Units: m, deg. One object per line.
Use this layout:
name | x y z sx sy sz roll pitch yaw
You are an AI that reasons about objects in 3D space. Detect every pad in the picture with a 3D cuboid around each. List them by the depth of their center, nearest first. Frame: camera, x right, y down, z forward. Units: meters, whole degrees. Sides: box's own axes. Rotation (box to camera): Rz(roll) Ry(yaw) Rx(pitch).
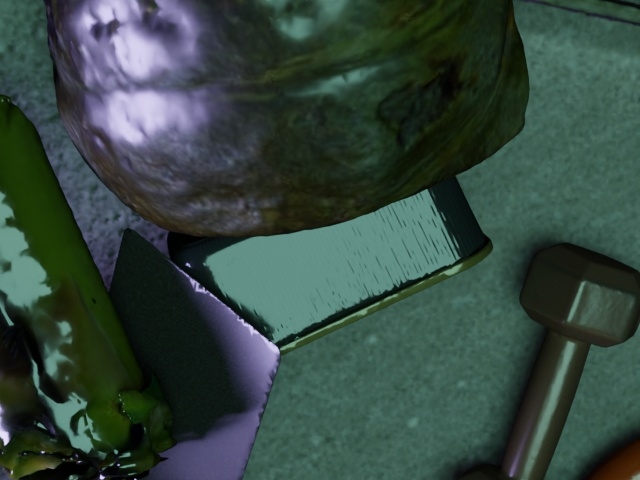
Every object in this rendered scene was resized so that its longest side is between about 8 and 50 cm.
pad | -0.098 0.107 1.315 0.143 0.003 0.211 38 133 22

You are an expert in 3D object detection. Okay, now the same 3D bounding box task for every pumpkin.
pumpkin | -0.035 -0.142 1.226 0.256 0.303 0.225 -30 115 -29

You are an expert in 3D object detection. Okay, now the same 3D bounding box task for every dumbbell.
dumbbell | 0.158 0.119 1.407 0.082 0.092 0.231 21 99 16

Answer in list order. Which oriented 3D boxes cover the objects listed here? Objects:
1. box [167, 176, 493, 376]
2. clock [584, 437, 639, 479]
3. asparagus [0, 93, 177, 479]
box | 0.000 0.000 1.326 0.201 0.144 0.090 -24 102 -1
clock | 0.269 0.232 1.466 0.205 0.051 0.205 -2 106 -7
asparagus | -0.217 -0.012 1.283 0.128 0.108 0.382 -22 93 29
